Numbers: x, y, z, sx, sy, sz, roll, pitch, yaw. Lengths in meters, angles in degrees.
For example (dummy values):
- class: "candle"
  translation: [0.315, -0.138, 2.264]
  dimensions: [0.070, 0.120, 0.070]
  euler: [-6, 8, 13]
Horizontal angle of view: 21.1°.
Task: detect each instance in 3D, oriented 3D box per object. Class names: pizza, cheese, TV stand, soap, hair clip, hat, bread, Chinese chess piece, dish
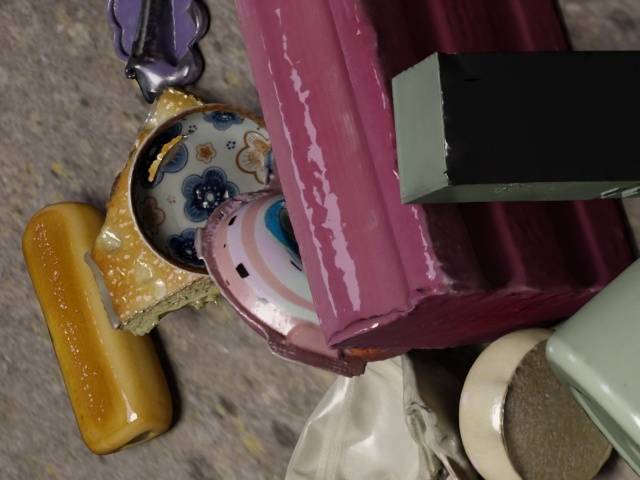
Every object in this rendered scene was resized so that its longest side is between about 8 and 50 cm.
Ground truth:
- class: "pizza"
  translation: [-0.118, -0.026, 1.506]
  dimensions: [0.188, 0.080, 0.204]
  euler: [-33, 63, 12]
- class: "cheese"
  translation: [0.000, 0.000, 1.287]
  dimensions: [0.286, 0.189, 0.074]
  euler: [-85, 18, -52]
- class: "TV stand"
  translation: [0.185, -0.072, 1.088]
  dimensions: [0.083, 0.270, 0.088]
  euler: [161, 105, -71]
- class: "soap"
  translation: [0.073, -0.111, 1.223]
  dimensions: [0.128, 0.233, 0.359]
  euler: [-28, 70, 41]
- class: "hair clip"
  translation: [-0.158, -0.221, 1.563]
  dimensions: [0.124, 0.052, 0.195]
  euler: [-9, 78, 36]
- class: "hat"
  translation: [0.092, 0.196, 1.300]
  dimensions: [0.226, 0.164, 0.219]
  euler: [39, 139, -7]
- class: "bread"
  translation: [-0.202, 0.077, 1.577]
  dimensions: [0.092, 0.074, 0.239]
  euler: [-34, 67, 31]
- class: "Chinese chess piece"
  translation: [0.154, 0.122, 1.215]
  dimensions: [0.051, 0.122, 0.122]
  euler: [1, 90, 54]
- class: "dish"
  translation: [-0.094, -0.044, 1.413]
  dimensions: [0.078, 0.141, 0.141]
  euler: [-158, 74, -74]

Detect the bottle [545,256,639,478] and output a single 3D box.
- class: "bottle"
  translation: [0.316, 0.021, 0.981]
  dimensions: [0.352, 0.229, 0.229]
  euler: [-43, 57, -1]
